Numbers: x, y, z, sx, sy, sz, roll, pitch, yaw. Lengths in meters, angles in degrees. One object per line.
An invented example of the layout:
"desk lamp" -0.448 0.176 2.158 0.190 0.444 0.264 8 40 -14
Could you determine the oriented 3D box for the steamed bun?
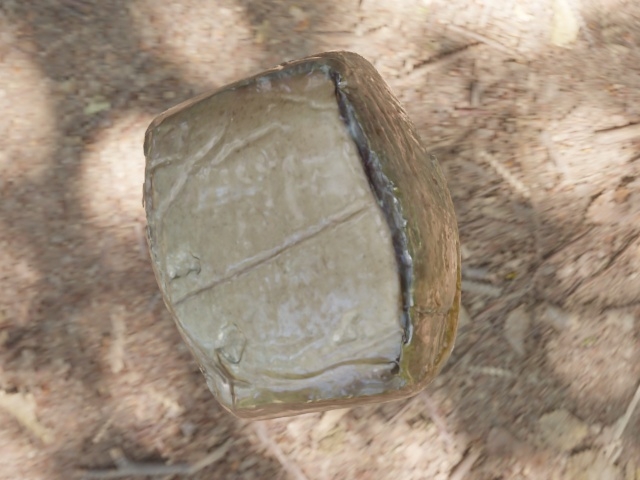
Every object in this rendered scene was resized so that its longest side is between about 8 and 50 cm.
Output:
"steamed bun" 0.000 0.000 1.377 0.252 0.199 0.301 -17 83 23
